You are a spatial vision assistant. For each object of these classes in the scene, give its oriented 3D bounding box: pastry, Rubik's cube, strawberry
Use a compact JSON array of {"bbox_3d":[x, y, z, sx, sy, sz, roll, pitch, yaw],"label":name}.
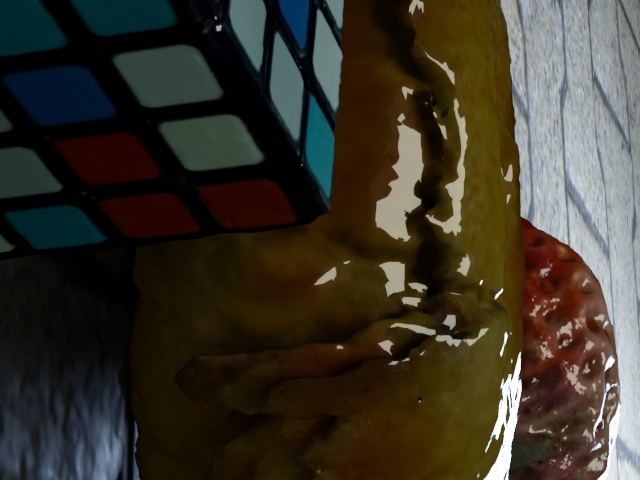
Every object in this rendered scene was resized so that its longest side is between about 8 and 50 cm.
[{"bbox_3d":[0.000,0.000,0.795,0.356,0.164,0.356,0,90,-88],"label":"pastry"},{"bbox_3d":[-0.101,-0.113,0.586,0.187,0.182,0.184,59,29,-52],"label":"Rubik's cube"},{"bbox_3d":[0.165,0.083,1.426,0.336,0.149,0.265,-56,135,-66],"label":"strawberry"}]
